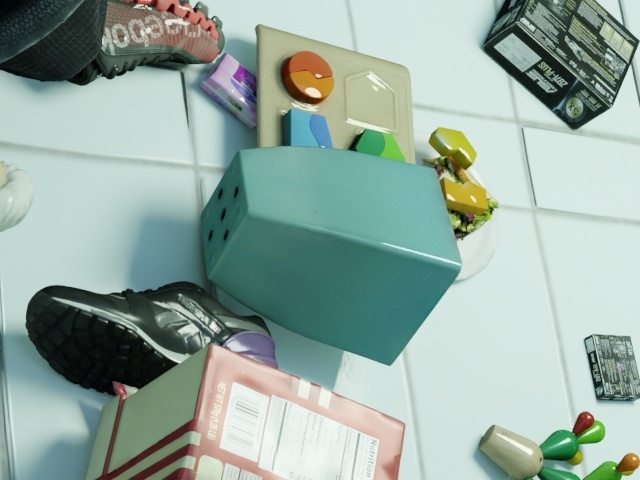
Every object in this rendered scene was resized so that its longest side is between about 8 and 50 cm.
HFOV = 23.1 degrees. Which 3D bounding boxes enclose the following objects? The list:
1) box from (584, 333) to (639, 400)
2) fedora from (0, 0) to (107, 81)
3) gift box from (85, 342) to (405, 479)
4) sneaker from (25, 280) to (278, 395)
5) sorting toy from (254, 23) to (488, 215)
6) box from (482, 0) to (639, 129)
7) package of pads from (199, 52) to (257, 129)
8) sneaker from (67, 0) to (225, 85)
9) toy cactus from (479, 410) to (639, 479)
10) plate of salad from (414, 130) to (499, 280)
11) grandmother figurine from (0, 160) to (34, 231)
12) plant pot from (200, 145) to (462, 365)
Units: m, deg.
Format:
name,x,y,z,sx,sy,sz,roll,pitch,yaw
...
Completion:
name,x,y,z,sx,sy,sz,roll,pitch,yaw
box,0.372,0.161,1.989,0.067,0.018,0.083,4,66,-33
fedora,-0.294,-0.259,1.503,0.152,0.334,0.334,52,38,-52
gift box,-0.105,0.248,1.459,0.276,0.258,0.255,28,55,-20
sneaker,-0.172,0.093,1.609,0.283,0.107,0.124,25,41,-28
sorting toy,0.065,-0.133,1.849,0.307,0.041,0.229,12,57,-27
box,0.327,-0.266,2.123,0.180,0.077,0.147,39,52,-14
package of pads,-0.095,-0.174,1.816,0.083,0.032,0.050,39,52,-14
sneaker,-0.222,-0.224,1.713,0.276,0.098,0.135,16,81,-44
toy cactus,0.270,0.276,1.822,0.180,0.112,0.219,33,61,-6
plate of salad,0.144,-0.047,1.912,0.200,0.048,0.199,15,61,-29
grandmother figurine,-0.432,-0.115,1.513,0.342,0.104,0.207,34,62,-14
plant pot,0.000,0.000,1.692,0.234,0.165,0.165,16,38,-24
